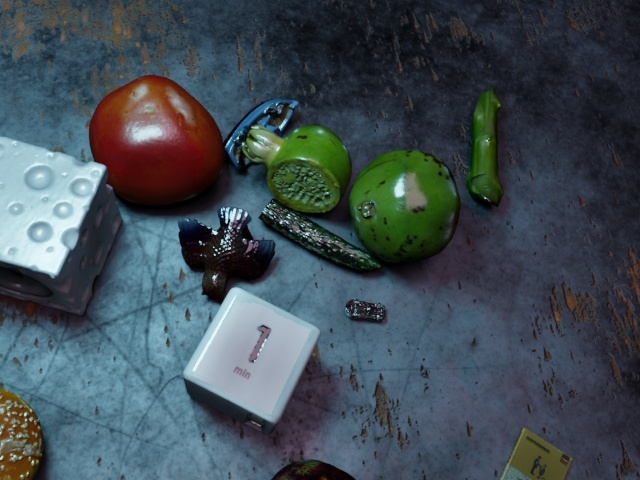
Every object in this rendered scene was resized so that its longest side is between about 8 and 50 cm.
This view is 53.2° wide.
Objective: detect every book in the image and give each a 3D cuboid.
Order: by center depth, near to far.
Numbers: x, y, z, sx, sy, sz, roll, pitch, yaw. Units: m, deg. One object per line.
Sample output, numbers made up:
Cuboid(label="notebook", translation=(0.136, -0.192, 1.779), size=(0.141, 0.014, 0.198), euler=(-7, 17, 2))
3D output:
Cuboid(label="book", translation=(0.432, 0.490, 1.310), size=(0.118, 0.012, 0.172), euler=(33, 66, 5))

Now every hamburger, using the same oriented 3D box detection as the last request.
Cuboid(label="hamburger", translation=(-0.606, 0.371, 1.122), size=(0.236, 0.147, 0.237), euler=(4, 68, -10))

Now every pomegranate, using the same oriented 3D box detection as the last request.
Cuboid(label="pomegranate", translation=(0.197, -0.075, 1.402), size=(0.270, 0.254, 0.254), euler=(-8, 67, -29))
Cuboid(label="pomegranate", translation=(-0.045, -0.176, 1.437), size=(0.240, 0.190, 0.159), euler=(7, 53, 11))

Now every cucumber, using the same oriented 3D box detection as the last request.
Cuboid(label="cucumber", translation=(0.000, 0.000, 1.426), size=(0.293, 0.067, 0.068), euler=(30, 65, 2))

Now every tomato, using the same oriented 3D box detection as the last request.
Cuboid(label="tomato", translation=(-0.352, -0.215, 1.375), size=(0.298, 0.226, 0.299), euler=(3, 69, -9))

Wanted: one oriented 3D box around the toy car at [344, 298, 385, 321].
Cuboid(label="toy car", translation=(0.097, 0.153, 1.395), size=(0.093, 0.025, 0.041), euler=(10, 64, -8))

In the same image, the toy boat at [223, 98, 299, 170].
Cuboid(label="toy boat", translation=(-0.130, -0.256, 1.490), size=(0.097, 0.100, 0.223), euler=(28, 66, 34))

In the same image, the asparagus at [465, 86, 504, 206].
Cuboid(label="asparagus", translation=(0.407, -0.228, 1.581), size=(0.082, 0.085, 0.343), euler=(10, 64, -9))

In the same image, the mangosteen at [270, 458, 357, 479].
Cuboid(label="mangosteen", translation=(-0.035, 0.519, 1.099), size=(0.289, 0.231, 0.231), euler=(-31, 75, -28))

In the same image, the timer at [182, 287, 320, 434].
Cuboid(label="timer", translation=(-0.132, 0.235, 1.230), size=(0.194, 0.192, 0.195), euler=(25, 66, 3))

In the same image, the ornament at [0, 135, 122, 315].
Cuboid(label="ornament", translation=(-0.557, -0.024, 1.249), size=(0.238, 0.240, 0.240), euler=(15, 65, -2))

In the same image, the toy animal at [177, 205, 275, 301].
Cuboid(label="toy animal", translation=(-0.207, 0.029, 1.351), size=(0.218, 0.116, 0.180), euler=(17, 64, -9))
